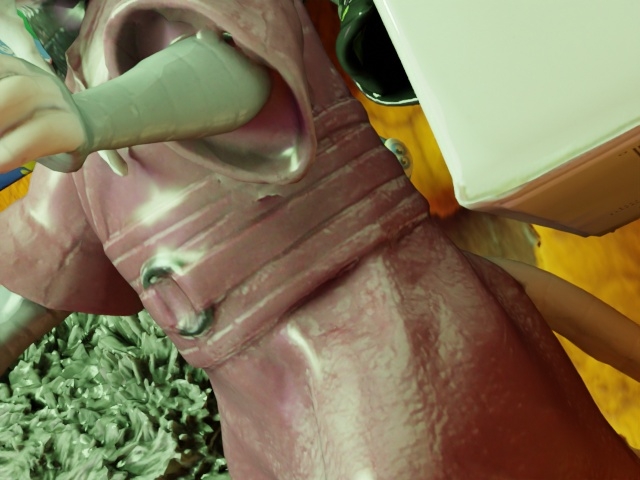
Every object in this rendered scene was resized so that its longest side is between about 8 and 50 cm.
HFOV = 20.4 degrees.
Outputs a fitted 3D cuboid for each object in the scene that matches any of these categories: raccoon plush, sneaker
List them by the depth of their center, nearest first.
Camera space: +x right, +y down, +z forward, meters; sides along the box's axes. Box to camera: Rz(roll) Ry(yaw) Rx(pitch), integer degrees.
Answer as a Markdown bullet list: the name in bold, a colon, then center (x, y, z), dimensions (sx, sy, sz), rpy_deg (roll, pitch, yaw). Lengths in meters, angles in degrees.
- **sneaker**: center (0.031, -0.100, 0.718), dimensions (0.188, 0.078, 0.067), rpy_deg (43, 145, 47)
- **raccoon plush**: center (-0.152, 0.155, 0.928), dimensions (0.446, 0.299, 0.216), rpy_deg (-133, 21, -68)

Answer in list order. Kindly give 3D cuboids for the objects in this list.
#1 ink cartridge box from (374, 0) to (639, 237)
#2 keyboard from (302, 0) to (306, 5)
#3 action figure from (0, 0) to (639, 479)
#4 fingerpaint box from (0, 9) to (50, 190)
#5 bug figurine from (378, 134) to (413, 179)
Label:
- **ink cartridge box**: center (0.056, -0.165, 0.503), dimensions (0.309, 0.130, 0.272), rpy_deg (66, -167, 8)
- **keyboard**: center (-0.034, -0.070, 0.869), dimensions (0.180, 0.023, 0.108), rpy_deg (113, 170, -57)
- **action figure**: center (0.000, 0.000, 0.568), dimensions (0.370, 0.276, 0.248), rpy_deg (59, 152, -3)
- **fingerpaint box**: center (-0.273, -0.217, 0.859), dimensions (0.445, 0.163, 0.371), rpy_deg (33, 162, -17)
- **bug figurine**: center (0.044, 0.073, 0.825), dimensions (0.279, 0.072, 0.216), rpy_deg (65, 164, 3)
